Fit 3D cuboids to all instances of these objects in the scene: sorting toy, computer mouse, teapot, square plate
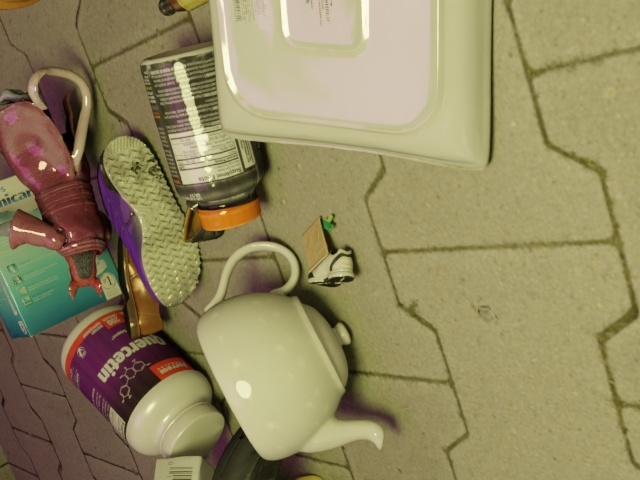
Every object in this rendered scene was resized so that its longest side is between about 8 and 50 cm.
[{"bbox_3d":[0.000,0.000,1.146,0.083,0.012,0.062,-45,48,52],"label":"sorting toy"},{"bbox_3d":[-0.117,0.335,1.318,0.072,0.272,0.188,29,150,-28],"label":"computer mouse"},{"bbox_3d":[-0.048,0.164,1.190,0.256,0.187,0.252,64,175,-31],"label":"teapot"},{"bbox_3d":[0.010,-0.249,0.883,0.344,0.049,0.347,10,119,27],"label":"square plate"}]

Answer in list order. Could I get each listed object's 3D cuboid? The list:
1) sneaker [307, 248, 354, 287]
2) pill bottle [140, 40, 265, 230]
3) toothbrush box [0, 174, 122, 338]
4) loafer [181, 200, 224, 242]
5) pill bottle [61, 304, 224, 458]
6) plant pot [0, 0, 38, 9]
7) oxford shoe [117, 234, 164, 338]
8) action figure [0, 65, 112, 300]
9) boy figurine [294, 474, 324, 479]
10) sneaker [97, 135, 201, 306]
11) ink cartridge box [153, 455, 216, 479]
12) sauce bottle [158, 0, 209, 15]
[{"bbox_3d":[0.016,0.038,1.153,0.109,0.040,0.044,-21,63,60],"label":"sneaker"},{"bbox_3d":[-0.151,-0.140,1.156,0.130,0.130,0.246,8,118,48],"label":"pill bottle"},{"bbox_3d":[-0.551,0.014,1.659,0.126,0.216,0.296,-10,105,52],"label":"toothbrush box"},{"bbox_3d":[-0.175,-0.059,1.291,0.062,0.061,0.170,40,137,29],"label":"loafer"},{"bbox_3d":[-0.329,0.273,1.584,0.323,0.181,0.181,35,136,31],"label":"pill bottle"},{"bbox_3d":[-0.407,-0.461,1.161,0.203,0.291,0.291,11,121,28],"label":"plant pot"},{"bbox_3d":[-0.333,0.071,1.564,0.076,0.076,0.212,164,97,-69],"label":"oxford shoe"},{"bbox_3d":[-0.434,-0.079,1.484,0.275,0.248,0.370,-26,82,34],"label":"action figure"},{"bbox_3d":[-0.063,0.494,1.481,0.177,0.092,0.285,45,139,23],"label":"boy figurine"},{"bbox_3d":[-0.300,-0.028,1.443,0.146,0.102,0.293,-9,101,59],"label":"sneaker"},{"bbox_3d":[-0.201,0.587,1.501,0.091,0.308,0.385,-6,149,13],"label":"ink cartridge box"},{"bbox_3d":[-0.177,-0.332,1.141,0.128,0.042,0.042,-2,111,52],"label":"sauce bottle"}]
